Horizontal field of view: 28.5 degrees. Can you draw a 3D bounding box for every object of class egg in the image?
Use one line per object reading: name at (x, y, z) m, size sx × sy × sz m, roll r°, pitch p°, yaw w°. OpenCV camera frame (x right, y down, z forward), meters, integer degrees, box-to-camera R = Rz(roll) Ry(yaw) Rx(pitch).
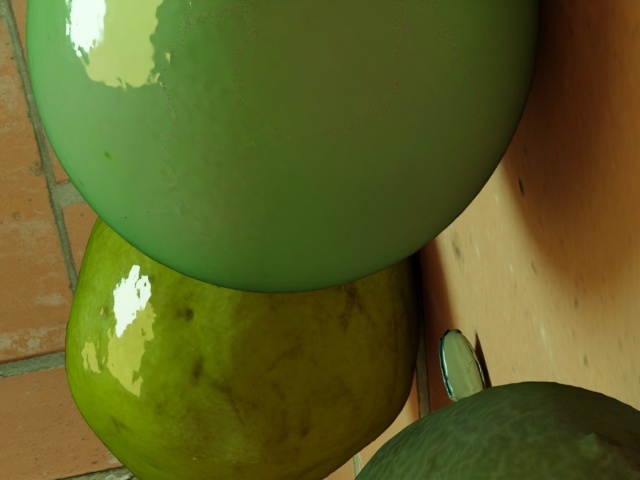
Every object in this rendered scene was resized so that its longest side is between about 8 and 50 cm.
egg at (-0.016, -0.088, 0.552) m, size 0.270 × 0.220 × 0.220 m, roll 135°, pitch 125°, yaw -76°

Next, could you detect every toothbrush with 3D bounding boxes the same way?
toothbrush at (0.114, 0.190, 0.747) m, size 0.028 × 0.026 × 0.294 m, roll 50°, pitch -155°, yaw -63°

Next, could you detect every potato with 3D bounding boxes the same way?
potato at (0.075, 0.145, 0.450) m, size 0.178 × 0.160 × 0.235 m, roll 55°, pitch 155°, yaw 8°

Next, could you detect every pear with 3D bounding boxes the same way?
pear at (-0.055, 0.026, 0.984) m, size 0.287 × 0.287 × 0.375 m, roll -137°, pitch 54°, yaw -81°
